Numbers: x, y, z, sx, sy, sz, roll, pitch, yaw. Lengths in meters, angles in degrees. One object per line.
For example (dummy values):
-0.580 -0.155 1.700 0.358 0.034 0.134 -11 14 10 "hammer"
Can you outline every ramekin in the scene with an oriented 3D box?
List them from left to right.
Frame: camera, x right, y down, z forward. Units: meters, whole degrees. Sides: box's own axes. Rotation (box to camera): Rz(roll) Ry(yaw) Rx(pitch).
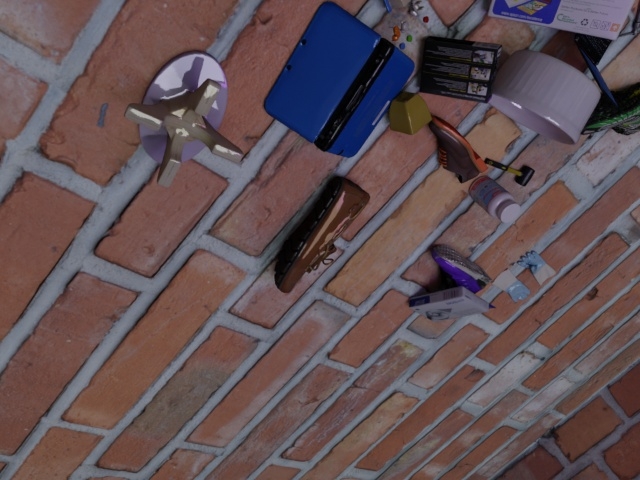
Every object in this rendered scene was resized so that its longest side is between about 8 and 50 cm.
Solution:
0.572 -0.373 1.279 0.277 0.277 0.135 22 107 -33 "ramekin"

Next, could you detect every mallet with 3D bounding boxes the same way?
0.585 -0.214 1.550 0.190 0.039 0.062 7 118 -22 "mallet"

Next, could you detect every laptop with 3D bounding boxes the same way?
0.765 -0.504 1.280 0.234 0.137 0.264 3 118 -50 "laptop"

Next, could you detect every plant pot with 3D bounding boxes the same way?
0.225 -0.333 1.269 0.081 0.081 0.083 -40 132 -21 "plant pot"

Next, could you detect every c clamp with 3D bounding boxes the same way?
0.905 -0.650 1.367 0.137 0.022 0.160 -13 128 -13 "c clamp"

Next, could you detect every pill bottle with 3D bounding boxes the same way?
0.533 -0.124 1.509 0.087 0.160 0.087 -11 127 -15 "pill bottle"

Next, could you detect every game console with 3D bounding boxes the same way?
0.051 -0.378 1.216 0.293 0.173 0.250 -54 157 20 "game console"

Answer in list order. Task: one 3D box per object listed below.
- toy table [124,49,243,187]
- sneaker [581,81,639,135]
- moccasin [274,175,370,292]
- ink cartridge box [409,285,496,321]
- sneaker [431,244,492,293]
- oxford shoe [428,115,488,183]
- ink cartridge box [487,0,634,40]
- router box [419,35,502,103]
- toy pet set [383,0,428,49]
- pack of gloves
-0.295 -0.260 1.076 0.252 0.161 0.274 8 122 -27 "toy table"
0.923 -0.373 1.504 0.344 0.134 0.146 -16 129 -11 "sneaker"
-0.001 -0.001 1.411 0.147 0.139 0.380 30 100 -26 "moccasin"
0.467 0.239 1.748 0.224 0.045 0.223 28 146 -35 "ink cartridge box"
0.461 0.127 1.703 0.293 0.102 0.146 27 115 -34 "sneaker"
0.374 -0.249 1.400 0.098 0.097 0.271 -42 129 18 "oxford shoe"
0.569 -0.633 1.096 0.304 0.072 0.307 17 131 11 "ink cartridge box"
0.339 -0.421 1.216 0.046 0.179 0.133 -46 146 -45 "router box"
0.177 -0.519 1.135 0.122 0.065 0.114 -50 131 -22 "toy pet set"
0.792 0.151 1.892 0.232 0.046 0.195 32 107 -36 "pack of gloves"
